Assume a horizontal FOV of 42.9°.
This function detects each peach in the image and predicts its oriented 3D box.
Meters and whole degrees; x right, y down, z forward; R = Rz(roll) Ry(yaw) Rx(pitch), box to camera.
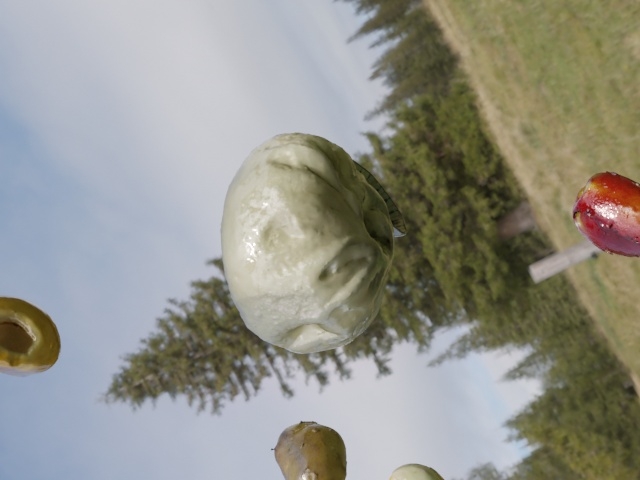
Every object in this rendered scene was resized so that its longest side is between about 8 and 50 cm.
[{"bbox_3d":[0.465,-0.029,1.251,0.172,0.092,0.127,35,166,30],"label":"peach"}]

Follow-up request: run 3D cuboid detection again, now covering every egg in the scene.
[{"bbox_3d":[0.114,0.293,0.927,0.083,0.071,0.071,44,-160,-42],"label":"egg"}]

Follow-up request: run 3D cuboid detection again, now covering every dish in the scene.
[{"bbox_3d":[0.084,-0.068,1.563,0.190,0.066,0.191,45,-162,-18],"label":"dish"}]

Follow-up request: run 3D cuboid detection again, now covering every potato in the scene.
[{"bbox_3d":[-0.012,0.399,1.454,0.137,0.137,0.176,53,-176,-34],"label":"potato"}]

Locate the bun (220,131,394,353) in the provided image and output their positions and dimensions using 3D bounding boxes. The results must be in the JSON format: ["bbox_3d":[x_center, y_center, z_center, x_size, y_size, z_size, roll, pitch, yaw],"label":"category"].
[{"bbox_3d":[0.000,0.000,1.300,0.359,0.210,0.360,30,-124,-56],"label":"bun"}]

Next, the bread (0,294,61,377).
[{"bbox_3d":[-0.384,0.112,0.977,0.134,0.173,0.085,17,-108,-27],"label":"bread"}]
